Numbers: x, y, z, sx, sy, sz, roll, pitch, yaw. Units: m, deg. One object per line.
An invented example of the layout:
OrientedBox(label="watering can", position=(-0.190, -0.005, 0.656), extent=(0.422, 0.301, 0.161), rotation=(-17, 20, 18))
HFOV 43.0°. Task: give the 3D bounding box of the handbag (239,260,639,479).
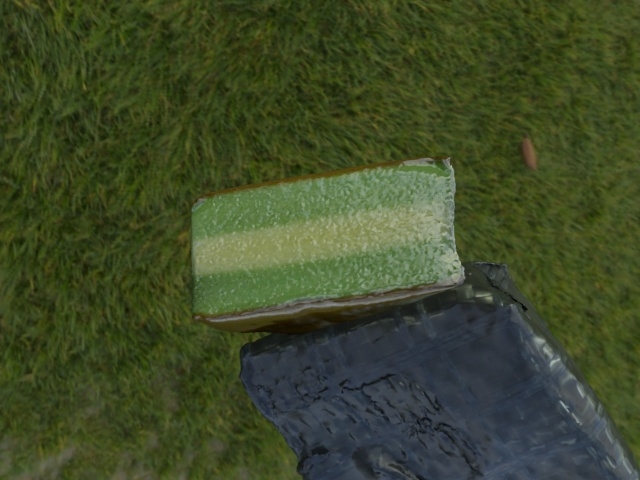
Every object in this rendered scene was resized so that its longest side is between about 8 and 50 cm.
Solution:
OrientedBox(label="handbag", position=(0.087, 0.135, 0.481), extent=(0.175, 0.089, 0.270), rotation=(-33, 97, 12))

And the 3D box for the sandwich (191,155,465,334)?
OrientedBox(label="sandwich", position=(0.000, 0.000, 0.397), extent=(0.074, 0.116, 0.074), rotation=(12, 66, -42))
